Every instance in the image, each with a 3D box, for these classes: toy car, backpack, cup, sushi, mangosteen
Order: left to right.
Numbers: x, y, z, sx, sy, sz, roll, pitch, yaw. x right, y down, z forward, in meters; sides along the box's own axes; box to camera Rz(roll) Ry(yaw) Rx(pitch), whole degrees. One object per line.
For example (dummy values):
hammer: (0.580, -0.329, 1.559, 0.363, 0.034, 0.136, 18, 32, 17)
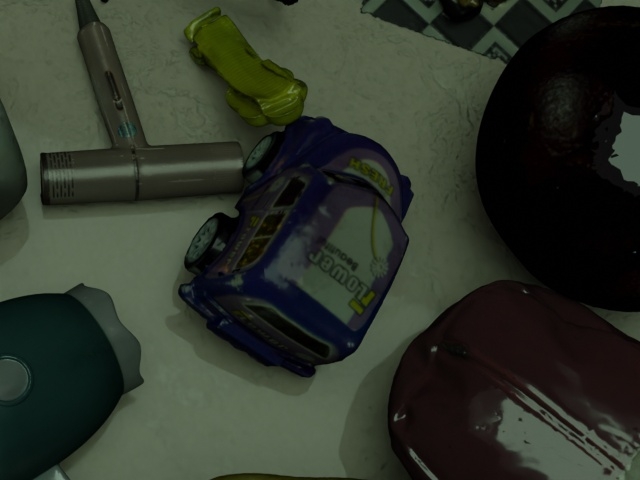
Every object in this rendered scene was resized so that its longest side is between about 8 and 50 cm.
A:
cup: (-0.255, 0.122, 1.348, 0.173, 0.167, 0.299, -29, 84, -26)
toy car: (0.000, 0.000, 1.400, 0.172, 0.158, 0.235, 35, 72, -21)
sushi: (0.198, -0.336, 1.598, 0.264, 0.050, 0.290, 19, 73, -6)
backpack: (0.211, 0.190, 1.399, 0.317, 0.197, 0.283, 38, 74, 5)
mangosteen: (0.293, -0.080, 1.415, 0.297, 0.313, 0.297, 1, 85, -15)

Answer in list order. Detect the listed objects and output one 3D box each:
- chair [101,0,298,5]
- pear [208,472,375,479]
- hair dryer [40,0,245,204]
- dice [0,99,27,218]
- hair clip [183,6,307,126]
chair: (-0.117, -0.305, 1.475, 0.213, 0.174, 0.149, 9, 79, 3)
pear: (0.025, 0.334, 1.301, 0.386, 0.191, 0.340, 43, 115, -11)
hair dryer: (-0.181, -0.143, 1.489, 0.195, 0.053, 0.220, -3, 70, -12)
dice: (-0.383, -0.091, 1.358, 0.194, 0.192, 0.193, -27, 84, -14)
hair clip: (-0.073, -0.159, 1.464, 0.072, 0.046, 0.173, -34, 49, -16)
